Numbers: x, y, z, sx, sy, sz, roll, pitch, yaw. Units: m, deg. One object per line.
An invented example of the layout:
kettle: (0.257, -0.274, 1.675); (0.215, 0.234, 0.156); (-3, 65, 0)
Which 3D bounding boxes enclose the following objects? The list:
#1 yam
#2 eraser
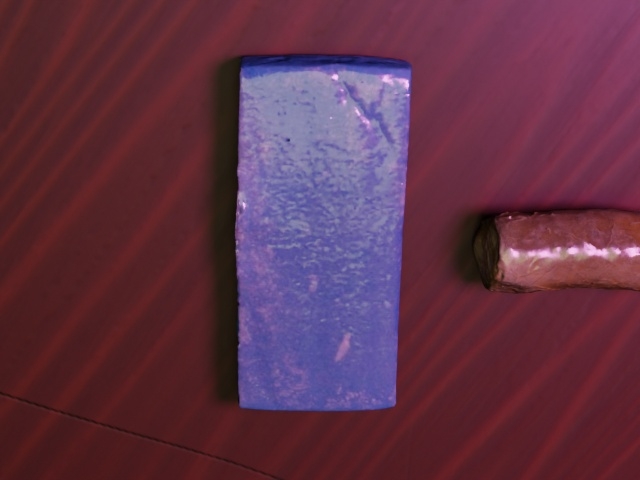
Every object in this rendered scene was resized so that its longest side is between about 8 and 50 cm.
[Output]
yam: (0.311, 0.005, 1.132); (0.357, 0.081, 0.081); (-3, 110, -2)
eraser: (0.000, 0.000, 1.132); (0.144, 0.042, 0.311); (1, 110, -2)
